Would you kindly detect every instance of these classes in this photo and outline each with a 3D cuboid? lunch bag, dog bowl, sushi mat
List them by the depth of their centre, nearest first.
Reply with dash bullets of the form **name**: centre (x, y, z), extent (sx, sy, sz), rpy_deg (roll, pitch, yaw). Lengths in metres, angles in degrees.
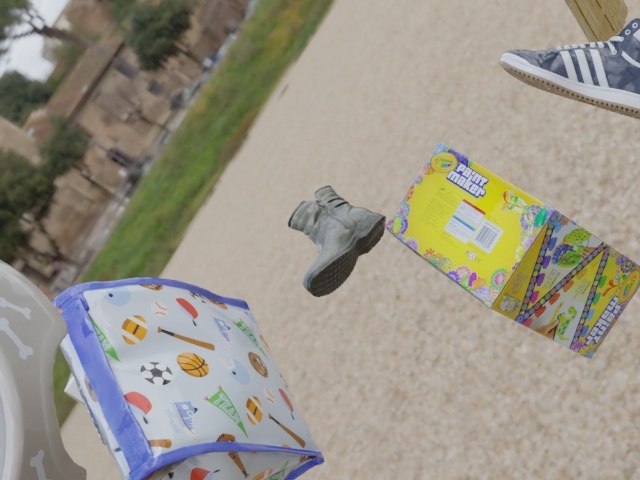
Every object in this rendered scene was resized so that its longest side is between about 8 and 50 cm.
- **dog bowl**: centre (-0.390, 0.173, 0.999), extent (0.348, 0.349, 0.102), rpy_deg (-56, -13, 7)
- **lunch bag**: centre (-0.223, 0.240, 1.632), extent (0.239, 0.327, 0.385), rpy_deg (-38, -27, 13)
- **sushi mat**: centre (0.460, -0.427, 1.840), extent (0.019, 0.316, 0.151), rpy_deg (6, 69, 37)

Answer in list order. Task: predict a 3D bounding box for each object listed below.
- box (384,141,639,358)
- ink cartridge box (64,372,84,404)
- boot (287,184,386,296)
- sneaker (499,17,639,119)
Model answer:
- **box**: centre (0.314, 0.016, 1.742), extent (0.177, 0.279, 0.290), rpy_deg (-58, 40, 6)
- **ink cartridge box**: centre (-0.412, 0.233, 1.964), extent (0.099, 0.056, 0.135), rpy_deg (-54, 11, 4)
- **boot**: centre (0.000, 0.000, 2.054), extent (0.246, 0.161, 0.083), rpy_deg (-44, -30, -37)
- **sneaker**: centre (0.457, -0.313, 1.819), extent (0.099, 0.282, 0.153), rpy_deg (0, -71, -77)
